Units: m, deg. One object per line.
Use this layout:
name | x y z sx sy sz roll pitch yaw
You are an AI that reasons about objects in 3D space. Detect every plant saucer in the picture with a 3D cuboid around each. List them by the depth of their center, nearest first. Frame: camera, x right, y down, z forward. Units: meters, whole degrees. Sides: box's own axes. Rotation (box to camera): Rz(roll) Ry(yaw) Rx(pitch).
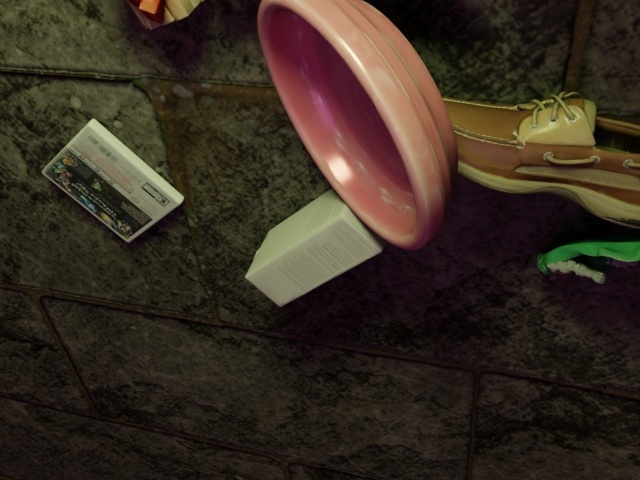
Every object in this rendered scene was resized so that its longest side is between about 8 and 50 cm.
plant saucer | 0.049 -0.146 0.820 0.332 0.084 0.332 53 169 15

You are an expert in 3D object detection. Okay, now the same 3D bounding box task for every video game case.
video game case | -0.347 -0.093 1.184 0.190 0.022 0.173 43 133 -21

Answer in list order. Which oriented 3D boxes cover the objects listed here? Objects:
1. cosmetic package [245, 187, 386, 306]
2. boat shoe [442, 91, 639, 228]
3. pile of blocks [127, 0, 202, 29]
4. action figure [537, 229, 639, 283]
cosmetic package | 0.000 0.000 1.064 0.085 0.117 0.231 42 134 -17
boat shoe | 0.282 -0.121 0.843 0.324 0.122 0.120 15 131 -4
pile of blocks | -0.235 -0.390 0.785 0.149 0.112 0.362 9 134 14
action figure | 0.374 0.019 0.925 0.232 0.137 0.063 -14 93 60
